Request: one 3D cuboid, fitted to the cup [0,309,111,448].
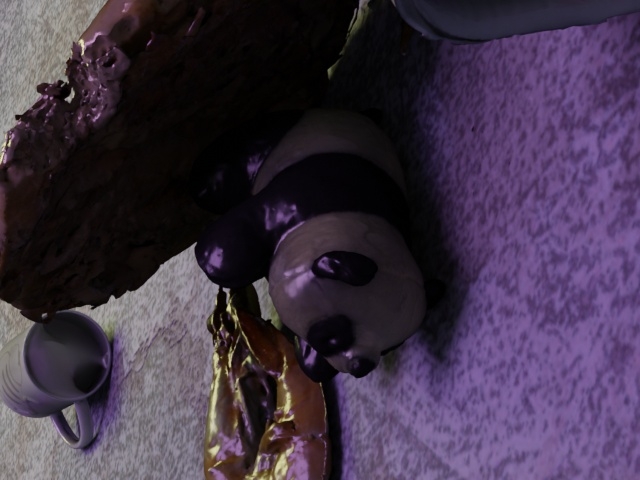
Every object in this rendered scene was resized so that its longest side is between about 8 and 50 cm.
[{"bbox_3d":[-0.294,0.153,1.783,0.133,0.099,0.136,-29,54,60],"label":"cup"}]

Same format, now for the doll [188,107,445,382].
[{"bbox_3d":[-0.001,-0.002,1.133,0.135,0.143,0.234,-35,32,19],"label":"doll"}]

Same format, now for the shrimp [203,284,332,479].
[{"bbox_3d":[-0.046,0.129,1.286,0.145,0.061,0.267,-48,35,36],"label":"shrimp"}]

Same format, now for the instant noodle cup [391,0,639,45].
[{"bbox_3d":[0.096,-0.289,0.889,0.294,0.294,0.308,-54,42,45],"label":"instant noodle cup"}]

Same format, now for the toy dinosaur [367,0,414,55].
[{"bbox_3d":[0.056,-0.182,1.206,0.058,0.037,0.180,120,151,-47],"label":"toy dinosaur"}]

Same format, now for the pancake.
[{"bbox_3d":[-0.105,-0.089,1.201,0.071,0.382,0.382,42,129,16],"label":"pancake"}]
